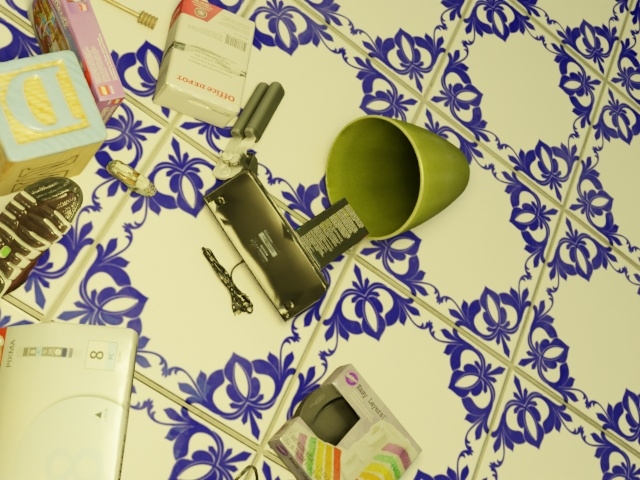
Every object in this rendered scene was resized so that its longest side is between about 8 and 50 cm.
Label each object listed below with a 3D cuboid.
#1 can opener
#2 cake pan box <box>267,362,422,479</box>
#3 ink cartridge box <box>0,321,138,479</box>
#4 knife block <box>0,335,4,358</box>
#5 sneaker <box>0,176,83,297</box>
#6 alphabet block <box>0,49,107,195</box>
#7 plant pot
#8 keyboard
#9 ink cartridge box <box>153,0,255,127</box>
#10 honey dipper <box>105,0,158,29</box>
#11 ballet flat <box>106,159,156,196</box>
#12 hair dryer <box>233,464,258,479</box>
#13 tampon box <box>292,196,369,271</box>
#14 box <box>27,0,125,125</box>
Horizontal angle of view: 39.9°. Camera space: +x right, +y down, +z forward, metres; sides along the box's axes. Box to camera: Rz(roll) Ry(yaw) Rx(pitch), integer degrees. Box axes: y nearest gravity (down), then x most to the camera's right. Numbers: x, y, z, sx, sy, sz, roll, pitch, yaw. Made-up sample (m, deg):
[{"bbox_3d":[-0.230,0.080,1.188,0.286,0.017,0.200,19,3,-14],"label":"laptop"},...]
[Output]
[{"bbox_3d":[-0.155,-0.233,1.957,0.093,0.074,0.280,53,51,-47],"label":"can opener"},{"bbox_3d":[0.052,0.427,1.845,0.246,0.070,0.267,-41,95,-35],"label":"cake pan box"},{"bbox_3d":[-0.520,0.289,1.487,0.385,0.091,0.308,6,70,-8],"label":"ink cartridge box"},{"bbox_3d":[-0.659,0.215,1.450,0.242,0.088,0.275,-2,69,1],"label":"knife block"},{"bbox_3d":[-0.532,-0.001,1.589,0.106,0.162,0.281,44,86,-3],"label":"sneaker"},{"bbox_3d":[-0.539,-0.217,1.647,0.193,0.197,0.192,-18,83,-33],"label":"alphabet block"},{"bbox_3d":[0.211,-0.150,2.033,0.293,0.275,0.275,-8,77,-47],"label":"plant pot"},{"bbox_3d":[-0.141,0.029,1.839,0.201,0.033,0.317,-33,91,2],"label":"keyboard"},{"bbox_3d":[-0.252,-0.388,1.924,0.172,0.100,0.237,18,65,-23],"label":"ink cartridge box"},{"bbox_3d":[-0.431,-0.505,1.908,0.161,0.030,0.030,23,64,-16],"label":"honey dipper"},{"bbox_3d":[-0.383,-0.128,1.799,0.114,0.041,0.041,32,61,-17],"label":"ballet flat"},{"bbox_3d":[-0.132,0.576,1.656,0.223,0.080,0.293,26,81,-29],"label":"hair dryer"},{"bbox_3d":[0.000,0.000,1.924,0.161,0.120,0.101,-35,92,-33],"label":"tampon box"},{"bbox_3d":[-0.482,-0.368,1.727,0.057,0.201,0.293,-18,84,-32],"label":"box"}]
